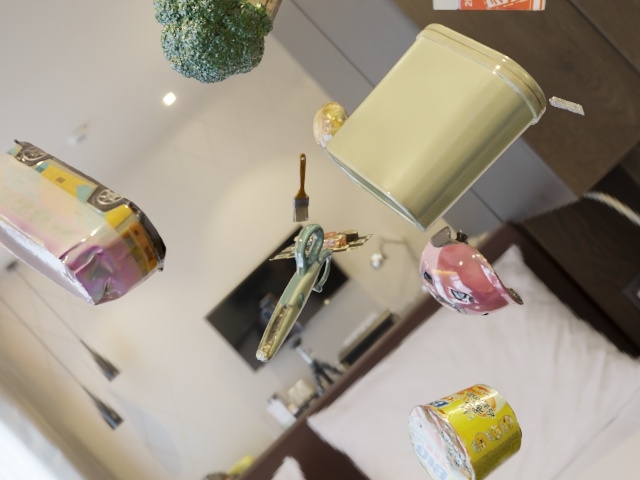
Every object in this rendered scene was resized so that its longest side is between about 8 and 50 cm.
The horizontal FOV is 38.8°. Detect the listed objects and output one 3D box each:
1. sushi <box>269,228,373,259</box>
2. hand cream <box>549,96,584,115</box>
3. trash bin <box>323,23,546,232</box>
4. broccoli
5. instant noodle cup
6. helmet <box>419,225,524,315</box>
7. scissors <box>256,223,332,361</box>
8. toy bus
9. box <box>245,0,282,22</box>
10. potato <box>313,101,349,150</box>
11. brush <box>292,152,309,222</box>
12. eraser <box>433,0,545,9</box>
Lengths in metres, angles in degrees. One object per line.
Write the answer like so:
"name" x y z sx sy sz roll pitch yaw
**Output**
"sushi" 0.000 0.000 1.923 0.200 0.031 0.139 -7 12 19
"hand cream" 0.568 -0.311 2.090 0.019 0.093 0.030 120 155 -46
"trash bin" 0.156 -0.160 1.284 0.247 0.243 0.121 -49 -45 -2
"broccoli" -0.244 -0.486 2.042 0.265 0.245 0.294 -27 -21 16
"instant noodle cup" 0.292 0.387 1.789 0.153 0.205 0.205 -22 -10 -24
"helmet" 0.309 0.084 1.984 0.154 0.198 0.253 -38 38 11
"scissors" -0.047 0.103 1.663 0.289 0.041 0.138 -64 -33 -34
"toy bus" -0.445 -0.020 1.574 0.162 0.386 0.171 -45 -39 -24
"box" -0.159 -0.686 2.138 0.353 0.214 0.069 -64 -2 20
"potato" 0.026 -0.245 1.967 0.170 0.079 0.107 -130 50 -75
"brush" -0.046 -0.126 2.177 0.043 0.170 0.014 -6 18 -27
"eraser" 0.343 -0.547 1.839 0.038 0.230 0.157 -70 -21 -54
